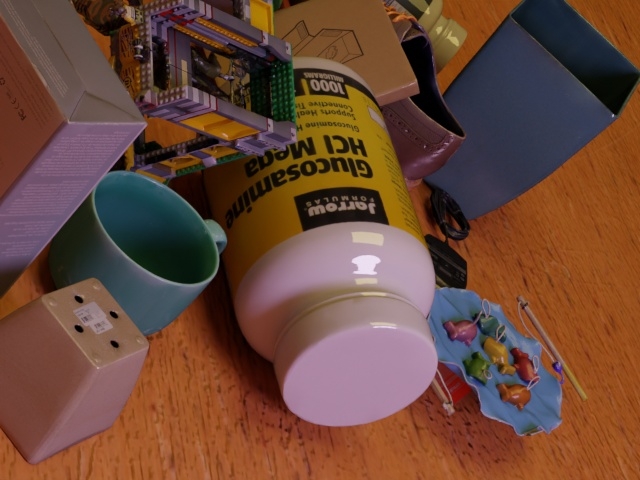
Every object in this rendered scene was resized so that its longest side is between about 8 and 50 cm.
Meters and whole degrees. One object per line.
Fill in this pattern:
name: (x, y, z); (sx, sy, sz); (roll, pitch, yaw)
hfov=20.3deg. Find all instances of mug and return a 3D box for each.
mug: (-0.156, 0.024, 1.541); (0.158, 0.097, 0.129); (26, 34, -30)

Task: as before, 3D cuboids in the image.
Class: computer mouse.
computer mouse: (0.128, 0.009, 1.973); (0.071, 0.041, 0.242); (36, 24, -10)

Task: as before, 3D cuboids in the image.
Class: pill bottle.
pill bottle: (0.089, -0.284, 2.215); (0.180, 0.108, 0.108); (39, 30, -10)
pill bottle: (0.000, 0.000, 1.668); (0.188, 0.188, 0.334); (20, 37, -35)

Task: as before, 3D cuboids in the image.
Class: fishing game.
fishing game: (0.179, 0.115, 1.788); (0.264, 0.041, 0.189); (6, 47, -49)

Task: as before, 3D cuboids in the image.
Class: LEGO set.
LEGO set: (-0.161, -0.199, 1.591); (0.192, 0.255, 0.331); (19, 72, -54)

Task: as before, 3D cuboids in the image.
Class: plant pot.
plant pot: (0.222, -0.146, 2.074); (0.166, 0.234, 0.165); (43, 30, -1)
plant pot: (-0.200, 0.092, 1.403); (0.109, 0.096, 0.109); (51, 31, 11)

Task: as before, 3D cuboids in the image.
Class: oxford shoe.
oxford shoe: (0.056, -0.235, 2.025); (0.130, 0.133, 0.363); (-11, 71, -54)

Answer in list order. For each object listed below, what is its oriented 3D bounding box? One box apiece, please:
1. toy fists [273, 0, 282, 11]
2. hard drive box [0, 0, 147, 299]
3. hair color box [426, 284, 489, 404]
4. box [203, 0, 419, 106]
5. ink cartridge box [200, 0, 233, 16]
toy fists: (-0.121, -0.359, 1.980); (0.279, 0.096, 0.142); (27, 65, 11)
hard drive box: (-0.269, -0.083, 1.405); (0.089, 0.232, 0.181); (-3, 54, -52)
hair color box: (0.093, 0.080, 1.816); (0.167, 0.053, 0.093); (39, 31, -13)
box: (-0.013, -0.188, 1.915); (0.021, 0.201, 0.164); (76, -6, -54)
ink cartridge box: (-0.084, -0.287, 2.064); (0.088, 0.052, 0.122); (54, 32, 14)
